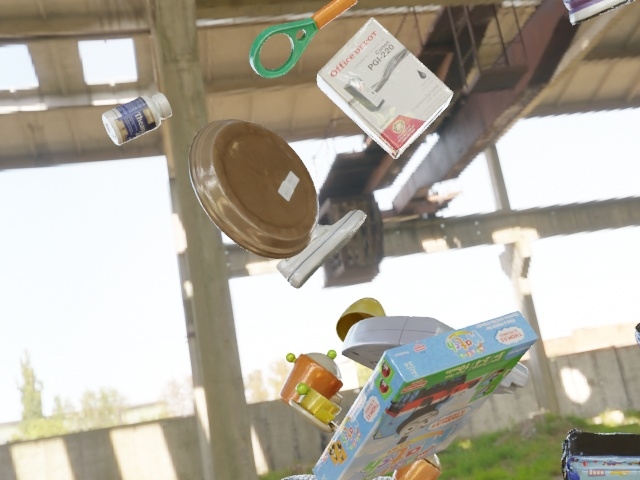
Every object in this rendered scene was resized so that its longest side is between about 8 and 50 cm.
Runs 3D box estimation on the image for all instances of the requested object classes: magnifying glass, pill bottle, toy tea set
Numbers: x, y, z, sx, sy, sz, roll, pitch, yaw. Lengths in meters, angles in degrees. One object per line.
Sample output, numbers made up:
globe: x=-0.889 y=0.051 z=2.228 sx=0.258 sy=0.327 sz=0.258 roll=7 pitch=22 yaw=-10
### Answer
magnifying glass: x=-0.030 y=-0.381 z=1.419 sx=0.231 sy=0.026 sz=0.092 roll=-39 pitch=-42 yaw=-8
pill bottle: x=-0.348 y=-0.235 z=1.485 sx=0.120 sy=0.067 sz=0.067 roll=-30 pitch=-6 yaw=-21
toy tea set: x=0.077 y=0.303 z=1.353 sx=0.336 sy=0.124 sz=0.200 roll=39 pitch=-10 yaw=-22

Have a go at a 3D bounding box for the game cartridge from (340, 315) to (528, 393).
game cartridge: x=0.159 y=0.182 z=1.226 sx=0.198 sy=0.062 sz=0.297 roll=32 pitch=-21 yaw=-16

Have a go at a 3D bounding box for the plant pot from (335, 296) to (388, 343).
plant pot: x=0.112 y=0.194 z=1.907 sx=0.134 sy=0.095 sz=0.134 roll=8 pitch=-52 yaw=11

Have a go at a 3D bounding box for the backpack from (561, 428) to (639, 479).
backpack: x=0.441 y=0.379 z=1.151 sx=0.158 sy=0.173 sz=0.117 roll=-2 pitch=17 yaw=19

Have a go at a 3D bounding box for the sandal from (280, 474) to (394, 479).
sandal: x=0.041 y=0.479 z=1.465 sx=0.254 sy=0.055 sz=0.097 roll=6 pitch=-7 yaw=-15

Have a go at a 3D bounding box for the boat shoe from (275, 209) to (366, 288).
boat shoe: x=0.000 y=0.000 z=1.632 sx=0.226 sy=0.076 sz=0.083 roll=-44 pitch=-12 yaw=-22

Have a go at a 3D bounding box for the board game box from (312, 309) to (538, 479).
board game box: x=0.096 y=0.160 z=0.751 sx=0.160 sy=0.039 sz=0.211 roll=-12 pitch=-36 yaw=-32

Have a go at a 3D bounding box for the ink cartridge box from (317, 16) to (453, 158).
ink cartridge box: x=0.122 y=-0.293 z=1.501 sx=0.158 sy=0.218 sz=0.092 roll=-46 pitch=-5 yaw=-2

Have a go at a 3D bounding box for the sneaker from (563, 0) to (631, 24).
sneaker: x=0.527 y=-0.464 z=1.265 sx=0.283 sy=0.124 sz=0.107 roll=-19 pitch=8 yaw=26

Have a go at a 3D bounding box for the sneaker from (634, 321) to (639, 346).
sneaker: x=0.469 y=0.171 z=0.946 sx=0.083 sy=0.221 sz=0.087 roll=-23 pitch=-48 yaw=-17

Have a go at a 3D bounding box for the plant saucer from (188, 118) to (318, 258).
plant saucer: x=-0.103 y=-0.099 z=1.356 sx=0.278 sy=0.278 sz=0.041 roll=4 pitch=-30 yaw=-46
